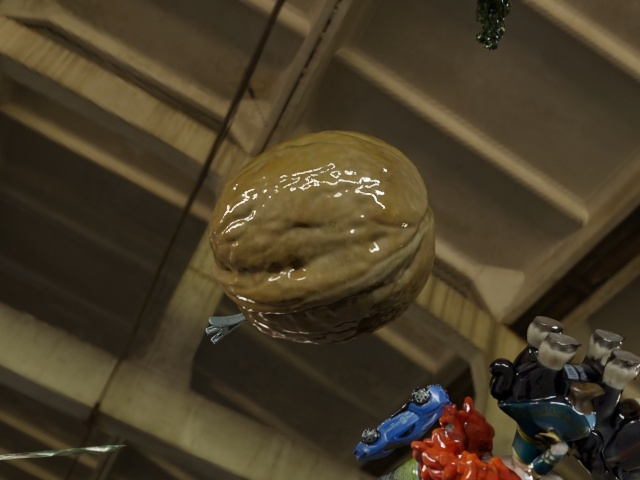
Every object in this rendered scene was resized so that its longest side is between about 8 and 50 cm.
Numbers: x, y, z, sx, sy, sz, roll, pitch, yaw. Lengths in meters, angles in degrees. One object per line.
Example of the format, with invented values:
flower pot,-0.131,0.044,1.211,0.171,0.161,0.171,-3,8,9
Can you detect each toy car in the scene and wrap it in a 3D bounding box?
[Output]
toy car,0.159,0.355,1.705,0.063,0.216,0.103,50,1,28

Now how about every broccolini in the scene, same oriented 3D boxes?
broccolini,0.186,-0.275,0.930,0.071,0.058,0.254,57,0,11

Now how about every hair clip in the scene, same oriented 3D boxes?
hair clip,-0.123,0.117,1.397,0.030,0.115,0.039,54,-21,28

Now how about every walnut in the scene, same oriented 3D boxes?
walnut,0.000,0.000,1.282,0.333,0.332,0.332,11,-42,10

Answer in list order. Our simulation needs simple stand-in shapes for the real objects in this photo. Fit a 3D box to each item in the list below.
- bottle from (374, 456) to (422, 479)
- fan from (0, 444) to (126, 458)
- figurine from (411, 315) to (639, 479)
bottle,0.115,0.465,1.579,0.093,0.093,0.330,31,-42,-11
fan,-0.283,0.216,0.907,0.131,0.009,0.240,9,-18,-43
figurine,0.309,0.306,1.269,0.411,0.241,0.306,-47,-61,5
